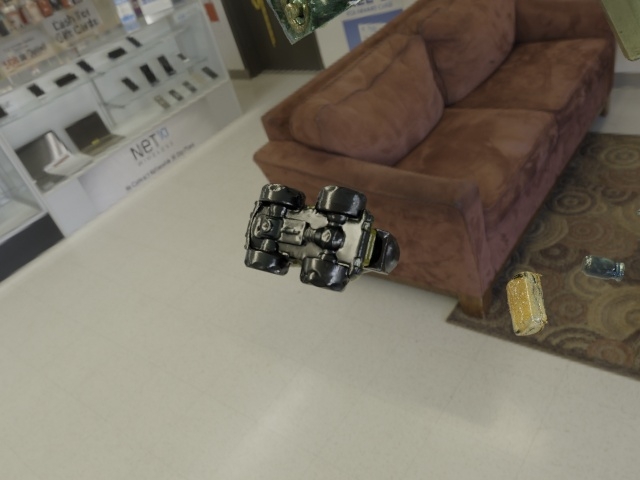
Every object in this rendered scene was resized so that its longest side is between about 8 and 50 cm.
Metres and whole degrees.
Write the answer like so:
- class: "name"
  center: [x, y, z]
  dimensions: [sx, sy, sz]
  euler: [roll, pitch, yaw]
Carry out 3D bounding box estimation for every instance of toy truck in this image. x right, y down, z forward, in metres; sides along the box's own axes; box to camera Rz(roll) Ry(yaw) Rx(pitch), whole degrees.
- class: "toy truck"
  center: [0.000, 0.000, 0.864]
  dimensions: [0.224, 0.165, 0.147]
  euler: [9, 84, 34]

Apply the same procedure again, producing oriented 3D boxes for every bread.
- class: "bread"
  center: [0.355, 0.107, 0.943]
  dimensions: [0.053, 0.072, 0.105]
  euler: [13, 57, -12]

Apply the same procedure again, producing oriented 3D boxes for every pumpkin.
- class: "pumpkin"
  center: [0.013, -0.520, 1.027]
  dimensions: [0.263, 0.196, 0.293]
  euler: [-34, 19, -16]

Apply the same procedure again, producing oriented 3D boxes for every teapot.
- class: "teapot"
  center: [0.635, 0.059, 1.233]
  dimensions: [0.083, 0.063, 0.049]
  euler: [12, 72, 14]

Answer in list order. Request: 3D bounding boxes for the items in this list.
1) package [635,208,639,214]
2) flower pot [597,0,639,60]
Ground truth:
- class: "package"
  center: [0.838, -0.104, 1.385]
  dimensions: [0.037, 0.015, 0.110]
  euler: [31, 81, 30]
- class: "flower pot"
  center: [0.462, -0.372, 0.740]
  dimensions: [0.212, 0.202, 0.212]
  euler: [-29, 12, 7]
